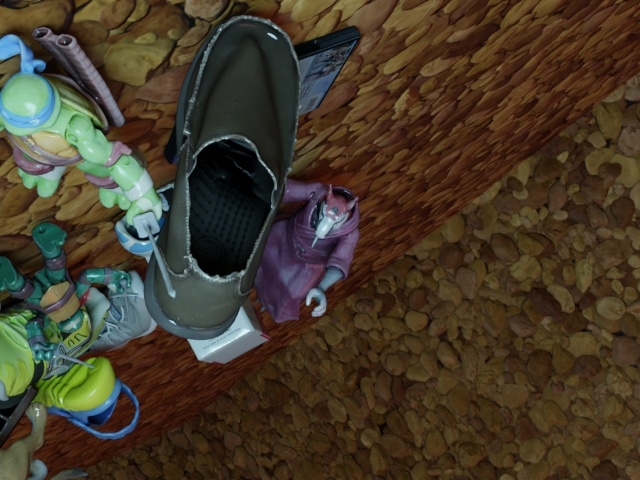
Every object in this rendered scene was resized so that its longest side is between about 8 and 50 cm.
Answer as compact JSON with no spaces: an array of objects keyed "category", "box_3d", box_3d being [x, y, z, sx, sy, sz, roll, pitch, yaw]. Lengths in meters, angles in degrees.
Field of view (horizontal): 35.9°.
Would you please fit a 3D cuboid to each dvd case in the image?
[{"category":"dvd case","box_3d":[-0.077,-0.191,1.298,0.253,0.022,0.180,-25,165,-29]}]

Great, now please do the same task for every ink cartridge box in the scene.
[{"category":"ink cartridge box","box_3d":[-0.186,0.068,1.556,0.100,0.237,0.172,-29,168,0]}]

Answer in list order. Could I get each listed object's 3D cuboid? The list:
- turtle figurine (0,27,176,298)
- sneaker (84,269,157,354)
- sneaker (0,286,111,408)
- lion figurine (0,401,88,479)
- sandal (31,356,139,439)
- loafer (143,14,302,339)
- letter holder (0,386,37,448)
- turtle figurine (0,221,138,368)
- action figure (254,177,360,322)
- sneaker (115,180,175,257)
[{"category":"turtle figurine","box_3d":[-0.259,-0.042,0.945,0.198,0.274,0.266,-22,179,-1]},{"category":"sneaker","box_3d":[-0.370,0.146,1.723,0.115,0.105,0.281,-23,166,-37]},{"category":"sneaker","box_3d":[-0.435,0.137,1.474,0.147,0.145,0.384,-46,-179,8]},{"category":"lion figurine","box_3d":[-0.519,0.284,1.411,0.142,0.392,0.240,-48,-168,18]},{"category":"sandal","box_3d":[-0.414,0.273,1.699,0.126,0.138,0.317,-52,-153,-22]},{"category":"loafer","box_3d":[-0.078,-0.082,0.999,0.134,0.366,0.130,15,156,-19]},{"category":"letter holder","box_3d":[-0.652,0.313,1.662,0.302,0.214,0.152,-43,-165,42]},{"category":"turtle figurine","box_3d":[-0.360,0.083,1.365,0.175,0.118,0.234,-58,151,-25]},{"category":"action figure","box_3d":[0.000,0.000,1.721,0.276,0.248,0.370,-25,169,-32]},{"category":"sneaker","box_3d":[-0.188,-0.058,1.420,0.237,0.085,0.086,-35,161,2]}]
